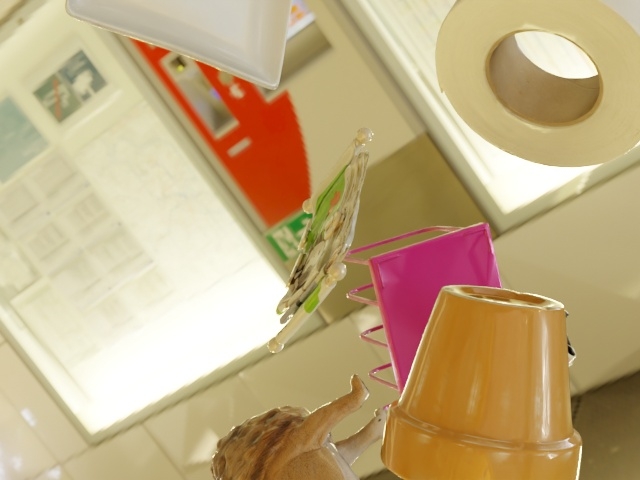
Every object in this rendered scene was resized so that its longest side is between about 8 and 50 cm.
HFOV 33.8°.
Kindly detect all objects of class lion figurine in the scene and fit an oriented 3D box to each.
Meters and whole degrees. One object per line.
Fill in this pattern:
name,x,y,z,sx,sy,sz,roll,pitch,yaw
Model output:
lion figurine,0.015,0.326,1.292,0.240,0.142,0.392,-36,-142,-2

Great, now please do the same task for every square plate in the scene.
square plate,-0.179,-0.422,1.477,0.049,0.344,0.347,-1,-103,53

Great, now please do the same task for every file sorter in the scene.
file sorter,0.167,0.135,1.670,0.202,0.291,0.182,-17,-171,-20

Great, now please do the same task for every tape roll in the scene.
tape roll,0.287,-0.226,1.299,0.286,0.286,0.100,-26,-153,51

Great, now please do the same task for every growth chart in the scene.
growth chart,0.000,0.000,1.026,0.172,0.021,0.237,-53,-164,41

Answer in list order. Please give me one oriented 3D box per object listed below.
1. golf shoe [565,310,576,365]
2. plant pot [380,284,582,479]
golf shoe,0.326,0.177,1.518,0.086,0.186,0.067,10,-151,44
plant pot,0.175,0.149,1.091,0.205,0.188,0.205,7,-175,-1
